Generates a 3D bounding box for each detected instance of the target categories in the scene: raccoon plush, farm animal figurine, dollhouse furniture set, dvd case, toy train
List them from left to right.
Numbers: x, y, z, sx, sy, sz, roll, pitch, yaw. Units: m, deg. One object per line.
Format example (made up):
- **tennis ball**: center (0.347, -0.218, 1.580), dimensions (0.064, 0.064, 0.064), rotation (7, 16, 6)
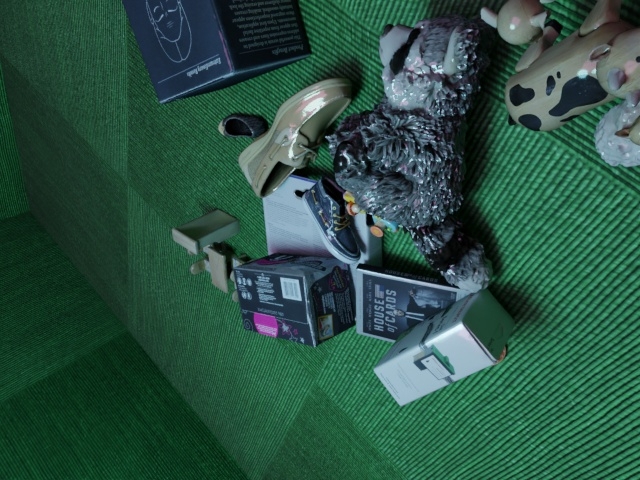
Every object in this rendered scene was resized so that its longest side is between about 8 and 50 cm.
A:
- **dollhouse furniture set**: center (-0.323, 0.055, 1.484), dimensions (0.212, 0.161, 0.242), rotation (26, 131, 34)
- **toy train**: center (0.094, -0.059, 0.945), dimensions (0.166, 0.046, 0.125), rotation (37, 166, -12)
- **dvd case**: center (0.189, 0.147, 1.050), dimensions (0.239, 0.029, 0.179), rotation (10, 123, 21)
- **raccoon plush**: center (0.231, -0.149, 0.820), dimensions (0.446, 0.216, 0.299), rotation (38, 130, -21)
- **farm animal figurine**: center (0.289, -0.213, 0.527), dimensions (0.330, 0.172, 0.327), rotation (33, 163, 5)

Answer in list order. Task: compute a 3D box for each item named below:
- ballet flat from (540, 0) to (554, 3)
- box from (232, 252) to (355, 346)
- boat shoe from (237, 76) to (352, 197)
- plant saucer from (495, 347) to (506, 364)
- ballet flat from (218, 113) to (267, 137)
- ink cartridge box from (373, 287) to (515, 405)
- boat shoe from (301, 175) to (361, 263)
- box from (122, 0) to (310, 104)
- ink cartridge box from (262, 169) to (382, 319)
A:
- **ballet flat**: center (0.227, -0.400, 0.695), dimensions (0.248, 0.086, 0.086), rotation (53, 141, 9)
- **box**: center (-0.061, 0.123, 1.150), dimensions (0.247, 0.142, 0.163), rotation (2, 105, 44)
- **boat shoe**: center (-0.043, -0.203, 1.034), dimensions (0.341, 0.122, 0.110), rotation (-34, 75, 46)
- **plant saucer**: center (0.324, 0.211, 0.998), dimensions (0.083, 0.013, 0.083), rotation (9, 117, 19)
- **ballet flat**: center (-0.200, -0.279, 1.232), dimensions (0.173, 0.049, 0.057), rotation (10, 120, 43)
- **ink cartridge box**: center (0.229, 0.195, 0.934), dimensions (0.092, 0.160, 0.219), rotation (52, 126, 4)
- **boat shoe**: center (0.034, -0.041, 1.025), dimensions (0.183, 0.065, 0.083), rotation (54, 140, 8)
- **box**: center (-0.236, -0.511, 0.997), dimensions (0.294, 0.212, 0.395), rotation (2, 114, 46)
- **ink cartridge box**: center (0.000, 0.000, 1.183), dimensions (0.324, 0.071, 0.330), rotation (20, 124, 37)
